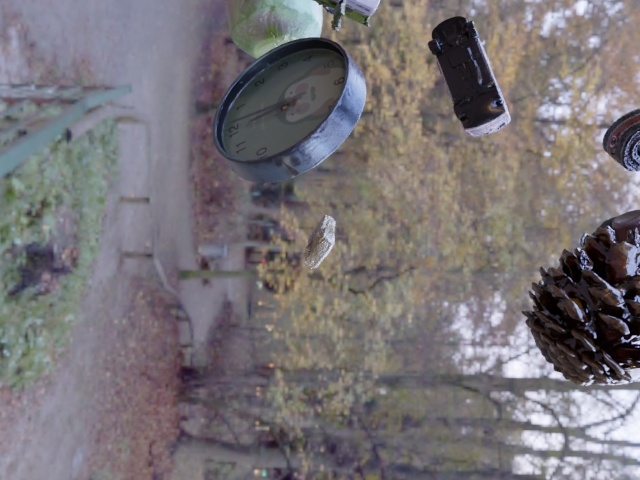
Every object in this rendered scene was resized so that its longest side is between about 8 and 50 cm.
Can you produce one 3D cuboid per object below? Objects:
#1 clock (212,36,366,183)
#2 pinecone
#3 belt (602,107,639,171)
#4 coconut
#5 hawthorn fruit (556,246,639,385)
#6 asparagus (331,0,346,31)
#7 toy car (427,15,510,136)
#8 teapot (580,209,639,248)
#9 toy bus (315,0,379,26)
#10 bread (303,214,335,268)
[{"bbox_3d":[-0.067,-0.255,1.587,0.066,0.318,0.319,46,32,-44],"label":"clock"},{"bbox_3d":[0.370,0.088,1.070,0.184,0.204,0.179,52,6,21],"label":"pinecone"},{"bbox_3d":[0.704,-0.245,1.536,0.126,0.359,0.094,52,12,-38],"label":"belt"},{"bbox_3d":[-0.110,-0.523,1.850,0.204,0.235,0.236,18,68,-50],"label":"coconut"},{"bbox_3d":[0.589,0.126,1.664,0.268,0.267,0.301,-97,-151,-64],"label":"hawthorn fruit"},{"bbox_3d":[0.020,-0.260,0.959,0.166,0.016,0.013,-114,-164,-84],"label":"asparagus"},{"bbox_3d":[0.266,-0.289,1.459,0.108,0.089,0.210,6,63,-65],"label":"toy car"},{"bbox_3d":[0.772,0.106,1.824,0.362,0.305,0.376,62,-24,-11],"label":"teapot"},{"bbox_3d":[-0.021,-0.512,1.535,0.139,0.301,0.113,-156,-93,-77],"label":"toy bus"},{"bbox_3d":[0.000,0.000,1.407,0.070,0.035,0.083,-53,-164,35],"label":"bread"}]
